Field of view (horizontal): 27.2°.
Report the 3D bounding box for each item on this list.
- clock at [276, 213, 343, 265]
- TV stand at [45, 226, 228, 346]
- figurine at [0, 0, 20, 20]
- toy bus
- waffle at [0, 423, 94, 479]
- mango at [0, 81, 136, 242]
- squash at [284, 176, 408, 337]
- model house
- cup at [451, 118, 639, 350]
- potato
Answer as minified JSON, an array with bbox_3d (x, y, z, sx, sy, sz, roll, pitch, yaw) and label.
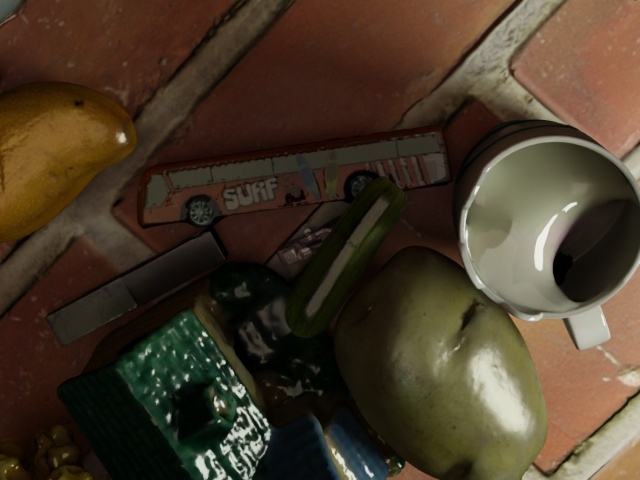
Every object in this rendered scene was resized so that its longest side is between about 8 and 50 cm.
[{"bbox_3d":[0.000,0.000,1.734,0.129,0.087,0.041,-25,101,15],"label":"clock"},{"bbox_3d":[-0.246,0.061,1.775,0.256,0.040,0.049,-28,101,8],"label":"TV stand"},{"bbox_3d":[-0.519,-0.418,1.600,0.224,0.205,0.382,-33,97,15],"label":"figurine"},{"bbox_3d":[-0.035,-0.078,1.712,0.408,0.093,0.092,-8,94,3],"label":"toy bus"},{"bbox_3d":[-0.357,0.394,1.726,0.151,0.261,0.324,-11,132,-18],"label":"waffle"},{"bbox_3d":[-0.382,-0.105,1.704,0.295,0.120,0.177,-29,97,0],"label":"mango"},{"bbox_3d":[0.029,0.022,1.648,0.066,0.066,0.229,34,98,-5],"label":"squash"},{"bbox_3d":[-0.113,0.259,1.662,0.334,0.342,0.382,-32,99,10],"label":"model house"},{"bbox_3d":[0.283,-0.007,1.630,0.219,0.257,0.290,-22,101,7],"label":"cup"},{"bbox_3d":[0.154,0.165,1.682,0.221,0.243,0.326,-37,113,15],"label":"potato"}]
